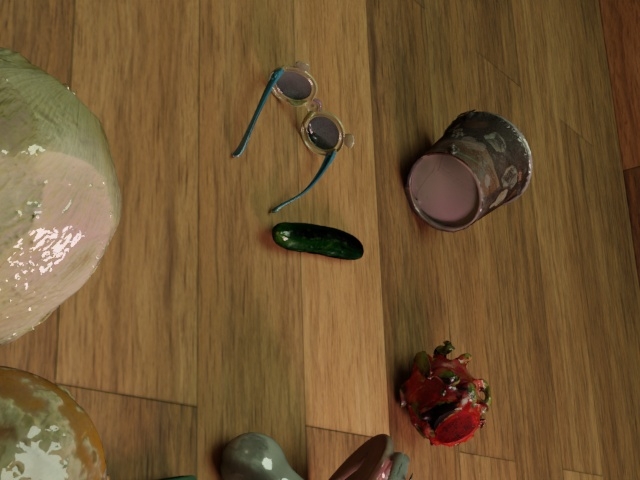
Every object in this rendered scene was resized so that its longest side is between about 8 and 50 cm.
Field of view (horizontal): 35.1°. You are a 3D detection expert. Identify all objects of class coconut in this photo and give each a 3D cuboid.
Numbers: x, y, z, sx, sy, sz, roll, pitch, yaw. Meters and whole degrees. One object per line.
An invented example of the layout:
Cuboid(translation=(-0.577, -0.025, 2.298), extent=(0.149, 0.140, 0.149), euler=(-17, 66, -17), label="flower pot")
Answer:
Cuboid(translation=(-0.340, -0.063, 1.018), extent=(0.254, 0.297, 0.297), euler=(-38, 116, -7), label="coconut")

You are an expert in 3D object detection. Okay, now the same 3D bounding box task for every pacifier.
Cuboid(translation=(-0.009, 0.384, 1.409), extent=(0.332, 0.273, 0.220), euler=(-54, 148, -51), label="pacifier")

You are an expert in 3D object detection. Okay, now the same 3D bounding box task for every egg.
Cuboid(translation=(-0.321, 0.226, 1.027), extent=(0.233, 0.195, 0.195), euler=(52, 38, -10), label="egg")

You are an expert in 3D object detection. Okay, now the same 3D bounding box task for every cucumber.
Cuboid(translation=(0.000, 0.000, 1.707), extent=(0.284, 0.056, 0.056), euler=(13, 67, -58), label="cucumber")

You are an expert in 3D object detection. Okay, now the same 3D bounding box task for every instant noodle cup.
Cuboid(translation=(0.295, -0.134, 2.063), extent=(0.207, 0.217, 0.217), euler=(-36, 108, -48), label="instant noodle cup")

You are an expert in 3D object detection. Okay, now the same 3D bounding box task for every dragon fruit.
Cuboid(translation=(0.222, 0.273, 1.832), extent=(0.160, 0.166, 0.172), euler=(-3, 40, -18), label="dragon fruit")

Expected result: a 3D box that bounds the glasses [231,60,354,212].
Cuboid(translation=(-0.068, -0.166, 1.691), extent=(0.220, 0.088, 0.189), euler=(-50, 121, -29), label="glasses")

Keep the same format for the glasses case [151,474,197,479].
Cuboid(translation=(-0.223, 0.340, 1.256), extent=(0.184, 0.039, 0.077), euler=(7, 72, -55), label="glasses case")
